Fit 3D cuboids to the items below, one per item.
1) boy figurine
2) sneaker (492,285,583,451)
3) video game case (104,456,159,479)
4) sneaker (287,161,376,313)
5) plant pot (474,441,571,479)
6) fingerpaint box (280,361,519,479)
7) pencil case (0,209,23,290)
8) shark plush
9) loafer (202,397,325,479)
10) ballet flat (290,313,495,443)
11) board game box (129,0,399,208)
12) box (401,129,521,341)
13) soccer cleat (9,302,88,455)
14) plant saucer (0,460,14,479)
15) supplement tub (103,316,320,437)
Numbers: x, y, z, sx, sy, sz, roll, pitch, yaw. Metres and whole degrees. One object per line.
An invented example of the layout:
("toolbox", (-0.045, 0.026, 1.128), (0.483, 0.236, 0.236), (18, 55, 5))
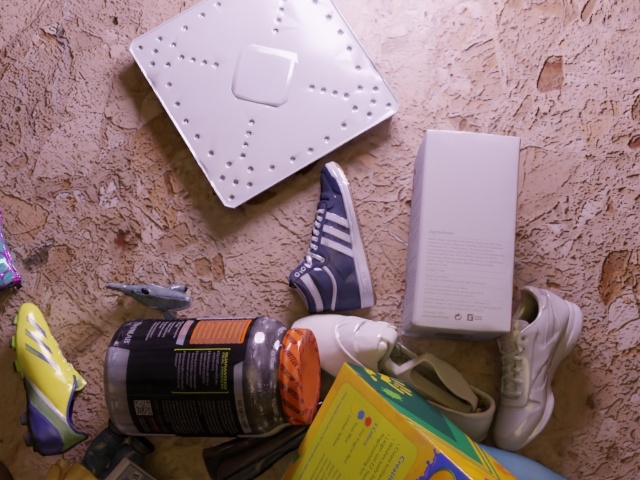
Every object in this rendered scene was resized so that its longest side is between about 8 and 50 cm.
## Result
("boy figurine", (-0.412, 0.459, 1.681), (0.177, 0.092, 0.285), (35, 82, 2))
("sneaker", (0.356, 0.225, 1.700), (0.152, 0.114, 0.305), (32, 71, -23))
("video game case", (-0.342, 0.501, 1.650), (0.201, 0.023, 0.183), (-49, 124, -10))
("sneaker", (0.000, 0.000, 1.764), (0.153, 0.099, 0.282), (-13, 83, -4))
("plant pot", (0.323, 0.485, 1.607), (0.255, 0.272, 0.271), (12, 79, -14))
("fingerpaint box", (0.083, 0.480, 1.485), (0.163, 0.371, 0.444), (23, 98, -36))
("pencil case", (-0.608, 0.022, 1.774), (0.070, 0.064, 0.151), (-24, 81, 12))
("shark plush", (-0.314, 0.093, 1.760), (0.161, 0.067, 0.073), (25, 81, 4))
("loafer", (-0.074, 0.339, 1.700), (0.303, 0.109, 0.095), (-34, 77, -3))
("ballet flat", (0.140, 0.224, 1.698), (0.400, 0.139, 0.139), (32, 81, 3))
("board game box", (-0.109, -0.312, 1.845), (0.390, 0.050, 0.389), (-31, 81, -6))
("box", (0.248, -0.001, 1.706), (0.168, 0.215, 0.345), (5, 80, 0))
("soccer cleat", (-0.483, 0.243, 1.707), (0.121, 0.093, 0.289), (-15, 67, -5))
("plant saucer", (-0.648, 0.475, 1.705), (0.199, 0.036, 0.198), (0, 80, -1))
("supplement tub", (-0.181, 0.235, 1.633), (0.338, 0.207, 0.207), (-2, 79, 14))
